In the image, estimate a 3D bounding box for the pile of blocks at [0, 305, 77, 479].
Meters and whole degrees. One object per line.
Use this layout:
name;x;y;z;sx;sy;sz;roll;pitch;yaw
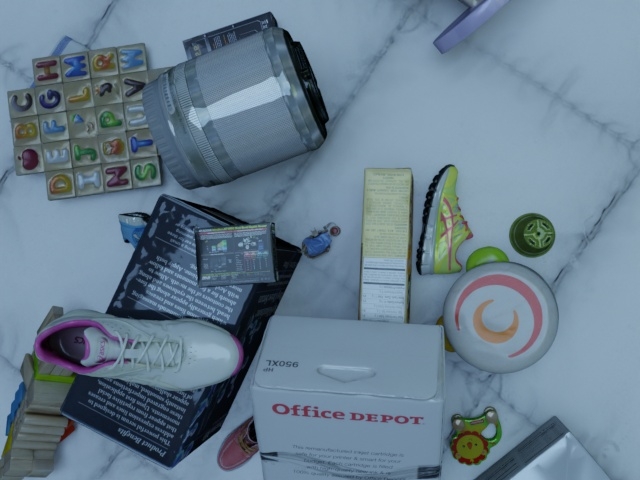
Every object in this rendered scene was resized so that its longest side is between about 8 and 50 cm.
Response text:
pile of blocks;-0.522;0.305;1.445;0.113;0.149;0.362;16;103;-35

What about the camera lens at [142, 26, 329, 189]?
camera lens;-0.137;-0.225;1.280;0.274;0.219;0.219;-20;86;6

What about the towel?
towel;-0.451;-0.254;1.473;0.285;0.034;0.209;32;90;5

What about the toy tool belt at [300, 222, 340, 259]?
toy tool belt;0.000;0.000;1.397;0.083;0.051;0.052;-34;85;5

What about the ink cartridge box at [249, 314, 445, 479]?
ink cartridge box;0.055;0.323;1.224;0.286;0.166;0.394;2;127;7

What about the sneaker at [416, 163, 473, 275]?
sneaker;0.236;-0.034;1.361;0.094;0.081;0.208;9;96;1

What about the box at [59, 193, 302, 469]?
box;-0.225;0.147;1.301;0.212;0.293;0.395;26;92;8

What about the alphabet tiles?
alphabet tiles;-0.437;-0.232;1.449;0.343;0.011;0.285;-8;87;4

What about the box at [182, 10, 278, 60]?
box;-0.144;-0.296;1.422;0.183;0.056;0.230;-17;87;8

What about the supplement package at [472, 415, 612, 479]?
supplement package;0.424;0.479;1.282;0.204;0.145;0.262;-40;83;4

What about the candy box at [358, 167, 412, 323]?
candy box;0.118;0.039;1.315;0.088;0.183;0.316;1;89;8

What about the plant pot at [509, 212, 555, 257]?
plant pot;0.387;-0.011;1.334;0.083;0.079;0.083;0;89;7

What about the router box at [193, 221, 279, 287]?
router box;-0.127;0.022;1.125;0.123;0.038;0.092;-4;88;6

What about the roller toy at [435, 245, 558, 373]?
roller toy;0.317;0.133;1.305;0.191;0.146;0.209;29;98;16

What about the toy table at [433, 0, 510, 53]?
toy table;0.271;-0.479;1.293;0.274;0.252;0.161;-42;100;-8

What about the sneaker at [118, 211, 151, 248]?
sneaker;-0.324;-0.009;1.422;0.162;0.063;0.073;14;107;41

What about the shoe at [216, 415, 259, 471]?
shoe;-0.134;0.370;1.389;0.178;0.081;0.063;-44;84;4

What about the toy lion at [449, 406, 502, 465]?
toy lion;0.285;0.363;1.363;0.100;0.034;0.096;-15;94;6

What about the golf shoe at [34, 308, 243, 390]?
golf shoe;-0.270;0.167;1.090;0.307;0.140;0.115;3;87;6
